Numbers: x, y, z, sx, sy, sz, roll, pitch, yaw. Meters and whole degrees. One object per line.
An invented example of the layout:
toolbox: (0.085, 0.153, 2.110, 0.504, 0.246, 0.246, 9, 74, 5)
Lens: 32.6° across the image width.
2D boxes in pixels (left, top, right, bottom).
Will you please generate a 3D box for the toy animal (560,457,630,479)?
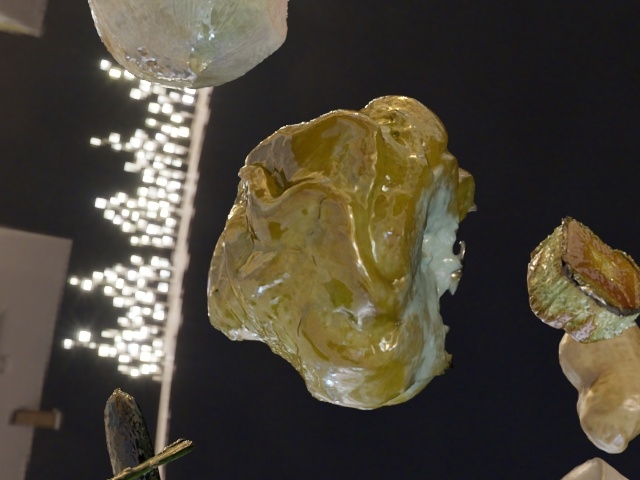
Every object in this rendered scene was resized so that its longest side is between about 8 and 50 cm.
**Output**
toy animal: (0.210, 0.211, 0.573, 0.131, 0.221, 0.104, -47, 170, -11)

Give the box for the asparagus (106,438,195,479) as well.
asparagus: (-0.219, 0.274, 1.278, 0.022, 0.233, 0.023, -42, -101, 29)

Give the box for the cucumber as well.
cucumber: (-0.235, 0.307, 1.408, 0.067, 0.067, 0.245, -28, -107, 50)

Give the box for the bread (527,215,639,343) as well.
bread: (0.296, 0.051, 1.216, 0.069, 0.128, 0.140, -52, -169, 34)

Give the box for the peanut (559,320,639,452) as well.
peanut: (0.421, 0.201, 1.611, 0.253, 0.137, 0.122, -96, -163, -44)

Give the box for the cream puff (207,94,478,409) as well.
cream puff: (-0.003, 0.005, 1.098, 0.270, 0.274, 0.323, 2, -110, 24)

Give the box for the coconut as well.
coconut: (-0.115, -0.217, 0.954, 0.194, 0.194, 0.194, -22, -118, 52)
